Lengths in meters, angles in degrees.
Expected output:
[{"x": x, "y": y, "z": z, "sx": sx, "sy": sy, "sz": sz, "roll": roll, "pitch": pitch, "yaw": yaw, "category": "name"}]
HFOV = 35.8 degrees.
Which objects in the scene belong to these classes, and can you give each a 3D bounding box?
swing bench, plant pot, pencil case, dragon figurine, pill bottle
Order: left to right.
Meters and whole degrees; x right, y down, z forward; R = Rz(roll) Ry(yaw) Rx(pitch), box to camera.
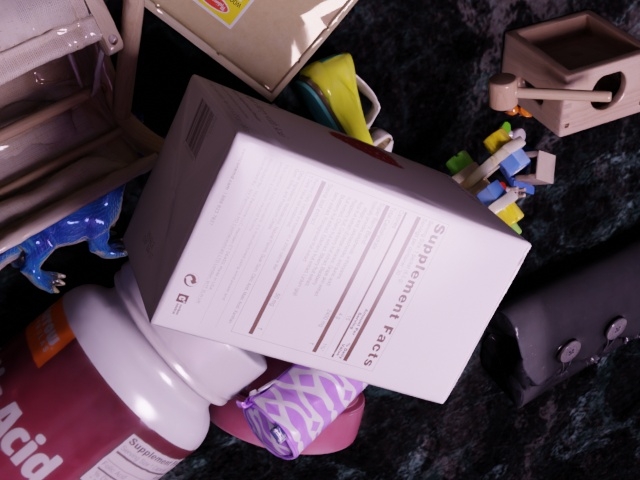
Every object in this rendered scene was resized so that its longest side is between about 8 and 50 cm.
[{"x": -0.274, "y": -0.138, "z": 0.828, "sx": 0.253, "sy": 0.165, "sz": 0.255, "roll": -34, "pitch": 143, "yaw": -31, "category": "swing bench"}, {"x": -0.279, "y": -0.031, "z": 1.001, "sx": 0.289, "sy": 0.085, "sz": 0.144, "roll": -25, "pitch": 131, "yaw": -19, "category": "dragon figurine"}, {"x": -0.266, "y": 0.191, "z": 1.084, "sx": 0.392, "sy": 0.224, "sz": 0.224, "roll": -40, "pitch": 134, "yaw": 1, "category": "pill bottle"}, {"x": -0.031, "y": 0.138, "z": 1.221, "sx": 0.201, "sy": 0.201, "sz": 0.180, "roll": 6, "pitch": 105, "yaw": -34, "category": "plant pot"}, {"x": 0.002, "y": 0.149, "z": 1.092, "sx": 0.206, "sy": 0.088, "sz": 0.086, "roll": -40, "pitch": -178, "yaw": -29, "category": "pencil case"}]

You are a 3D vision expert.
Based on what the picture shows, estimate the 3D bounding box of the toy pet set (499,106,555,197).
[{"x": 0.246, "y": -0.110, "z": 1.284, "sx": 0.114, "sy": 0.065, "sz": 0.122, "roll": 12, "pitch": 82, "yaw": -39, "category": "toy pet set"}]

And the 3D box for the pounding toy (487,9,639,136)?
[{"x": 0.282, "y": -0.173, "z": 1.164, "sx": 0.206, "sy": 0.181, "sz": 0.094, "roll": -18, "pitch": 131, "yaw": -18, "category": "pounding toy"}]

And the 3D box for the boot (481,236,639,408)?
[{"x": 0.444, "y": 0.028, "z": 1.457, "sx": 0.445, "sy": 0.146, "sz": 0.367, "roll": -22, "pitch": 130, "yaw": -9, "category": "boot"}]

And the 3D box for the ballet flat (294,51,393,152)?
[{"x": 0.043, "y": -0.119, "z": 1.142, "sx": 0.077, "sy": 0.077, "sz": 0.231, "roll": -41, "pitch": 134, "yaw": -16, "category": "ballet flat"}]

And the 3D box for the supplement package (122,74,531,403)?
[{"x": 0.000, "y": 0.000, "z": 0.889, "sx": 0.293, "sy": 0.177, "sz": 0.175, "roll": 19, "pitch": 106, "yaw": -26, "category": "supplement package"}]

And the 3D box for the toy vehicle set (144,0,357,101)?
[{"x": -0.087, "y": -0.270, "z": 0.970, "sx": 0.166, "sy": 0.035, "sz": 0.267, "roll": -48, "pitch": 133, "yaw": 9, "category": "toy vehicle set"}]

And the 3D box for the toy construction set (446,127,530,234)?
[{"x": 0.144, "y": 0.005, "z": 1.221, "sx": 0.215, "sy": 0.151, "sz": 0.327, "roll": -35, "pitch": 158, "yaw": -12, "category": "toy construction set"}]

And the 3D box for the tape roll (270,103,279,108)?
[{"x": -0.020, "y": -0.051, "z": 1.071, "sx": 0.080, "sy": 0.189, "sz": 0.189, "roll": -39, "pitch": 134, "yaw": 2, "category": "tape roll"}]
